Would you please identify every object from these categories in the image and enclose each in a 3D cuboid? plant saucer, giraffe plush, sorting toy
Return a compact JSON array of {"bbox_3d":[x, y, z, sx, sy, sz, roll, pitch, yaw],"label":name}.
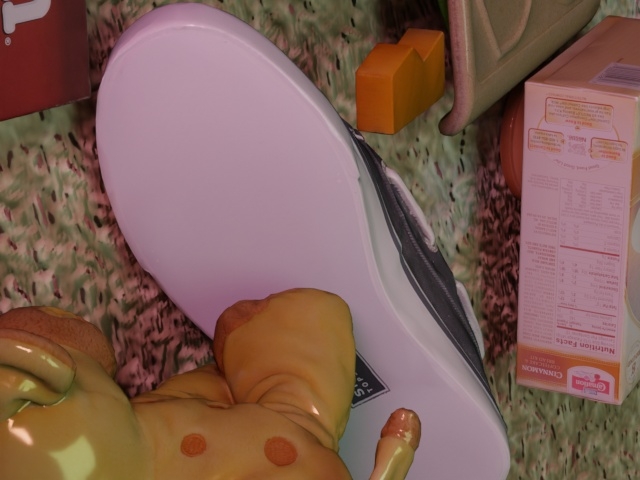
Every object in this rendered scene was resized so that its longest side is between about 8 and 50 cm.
[{"bbox_3d":[0.132,-0.063,1.084,0.083,0.013,0.083,-16,111,-52],"label":"plant saucer"},{"bbox_3d":[-0.081,0.092,0.715,0.170,0.210,0.181,20,96,-21],"label":"giraffe plush"},{"bbox_3d":[0.079,-0.174,0.934,0.307,0.041,0.229,-40,133,-55],"label":"sorting toy"}]

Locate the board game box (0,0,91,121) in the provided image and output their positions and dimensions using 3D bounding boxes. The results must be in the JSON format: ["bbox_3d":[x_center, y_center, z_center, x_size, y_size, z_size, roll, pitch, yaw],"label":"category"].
[{"bbox_3d":[-0.146,-0.176,0.654,0.145,0.027,0.281,-23,116,-52],"label":"board game box"}]

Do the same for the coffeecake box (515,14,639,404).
[{"bbox_3d":[0.171,-0.021,1.073,0.142,0.068,0.185,-39,134,-55],"label":"coffeecake box"}]

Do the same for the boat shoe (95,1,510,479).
[{"bbox_3d":[0.000,0.000,0.847,0.301,0.108,0.102,52,23,-32],"label":"boat shoe"}]
